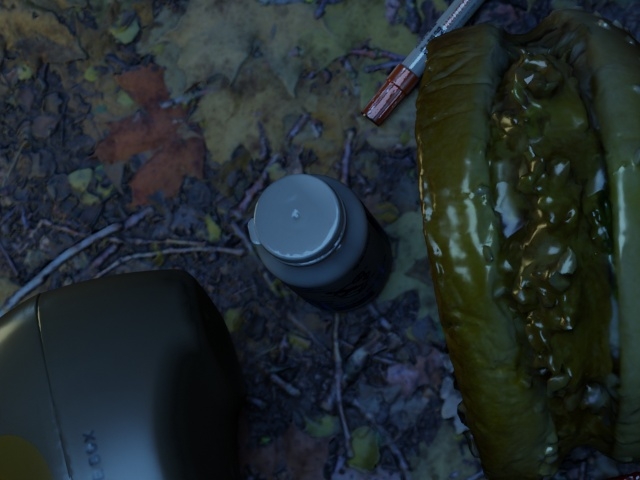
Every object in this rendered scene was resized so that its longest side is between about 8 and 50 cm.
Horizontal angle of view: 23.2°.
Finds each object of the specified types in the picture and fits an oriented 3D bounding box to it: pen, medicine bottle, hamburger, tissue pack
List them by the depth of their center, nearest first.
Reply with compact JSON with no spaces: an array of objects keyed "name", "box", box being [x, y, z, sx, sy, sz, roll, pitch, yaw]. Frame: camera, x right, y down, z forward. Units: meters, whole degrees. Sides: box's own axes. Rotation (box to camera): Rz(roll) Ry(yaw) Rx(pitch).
[{"name":"hamburger","box":[0.215,-0.017,1.373,0.268,0.287,0.445,-7,78,10]},{"name":"tissue pack","box":[-0.184,0.239,1.407,0.277,0.267,0.387,-18,72,5]},{"name":"medicine bottle","box":[0.000,0.000,1.463,0.107,0.191,0.107,-3,77,13]},{"name":"pen","box":[0.125,-0.211,1.570,0.028,0.028,0.239,40,88,18]}]

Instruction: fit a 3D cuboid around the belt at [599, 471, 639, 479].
[{"name":"belt","box":[0.319,0.258,1.360,0.201,0.128,0.124,-13,73,9]}]
